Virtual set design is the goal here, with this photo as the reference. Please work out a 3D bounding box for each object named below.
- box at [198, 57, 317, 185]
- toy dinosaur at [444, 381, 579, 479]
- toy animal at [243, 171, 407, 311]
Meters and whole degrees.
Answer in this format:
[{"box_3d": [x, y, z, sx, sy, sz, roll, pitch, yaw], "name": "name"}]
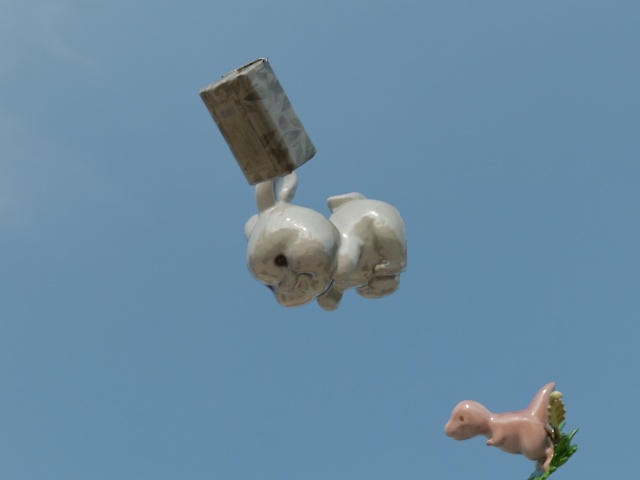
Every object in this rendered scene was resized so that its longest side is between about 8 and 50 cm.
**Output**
[{"box_3d": [-0.053, -0.099, 0.803, 0.062, 0.045, 0.098, -12, -67, 44], "name": "box"}, {"box_3d": [0.326, 0.309, 1.576, 0.194, 0.152, 0.177, -41, -101, 9], "name": "toy dinosaur"}, {"box_3d": [0.004, -0.003, 1.170, 0.193, 0.178, 0.127, 6, -41, -11], "name": "toy animal"}]
